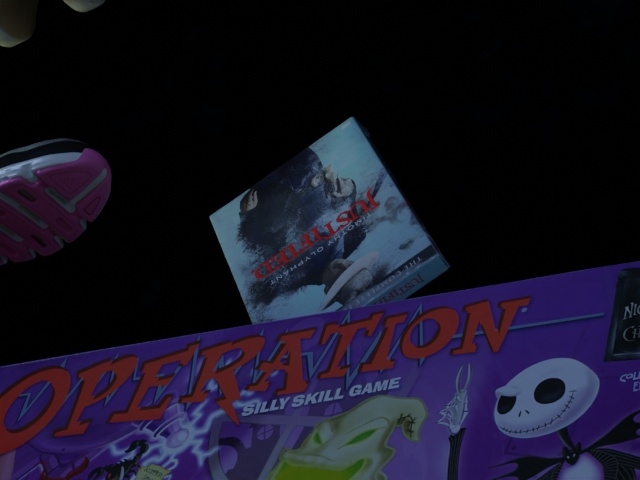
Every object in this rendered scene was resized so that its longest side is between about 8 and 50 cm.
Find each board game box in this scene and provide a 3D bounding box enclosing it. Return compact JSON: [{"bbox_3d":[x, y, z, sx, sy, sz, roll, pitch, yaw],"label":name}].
[{"bbox_3d":[-0.025,0.110,0.479,0.346,0.056,0.208,-12,31,31],"label":"board game box"}]

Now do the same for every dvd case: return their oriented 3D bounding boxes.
[{"bbox_3d":[0.000,0.000,0.619,0.087,0.013,0.119,-34,39,7],"label":"dvd case"}]

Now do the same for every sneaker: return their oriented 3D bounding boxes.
[{"bbox_3d":[-0.185,-0.024,0.754,0.170,0.063,0.075,-25,46,26],"label":"sneaker"}]

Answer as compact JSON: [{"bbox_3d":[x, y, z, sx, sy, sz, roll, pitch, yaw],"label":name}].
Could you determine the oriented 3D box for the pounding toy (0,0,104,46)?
[{"bbox_3d":[-0.173,-0.267,0.914,0.154,0.154,0.270,-20,42,24],"label":"pounding toy"}]
